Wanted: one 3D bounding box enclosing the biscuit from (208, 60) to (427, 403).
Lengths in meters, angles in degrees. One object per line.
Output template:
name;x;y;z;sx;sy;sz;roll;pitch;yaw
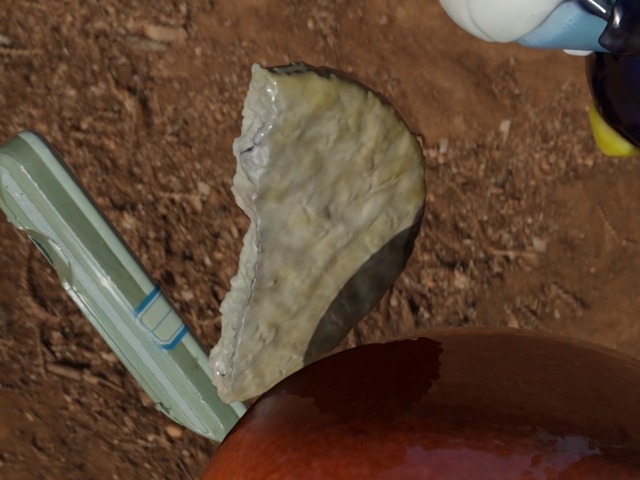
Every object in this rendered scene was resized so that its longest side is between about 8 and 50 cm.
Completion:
biscuit;0.003;-0.003;0.682;0.133;0.250;0.032;-11;42;-26

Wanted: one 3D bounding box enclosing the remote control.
remote control;-0.190;0.049;1.009;0.065;0.128;0.335;-40;106;-17

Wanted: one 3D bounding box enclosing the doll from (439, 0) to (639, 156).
doll;0.173;-0.079;0.436;0.314;0.141;0.177;20;35;-16

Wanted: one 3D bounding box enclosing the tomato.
tomato;0.081;0.215;0.585;0.341;0.273;0.342;1;95;11
